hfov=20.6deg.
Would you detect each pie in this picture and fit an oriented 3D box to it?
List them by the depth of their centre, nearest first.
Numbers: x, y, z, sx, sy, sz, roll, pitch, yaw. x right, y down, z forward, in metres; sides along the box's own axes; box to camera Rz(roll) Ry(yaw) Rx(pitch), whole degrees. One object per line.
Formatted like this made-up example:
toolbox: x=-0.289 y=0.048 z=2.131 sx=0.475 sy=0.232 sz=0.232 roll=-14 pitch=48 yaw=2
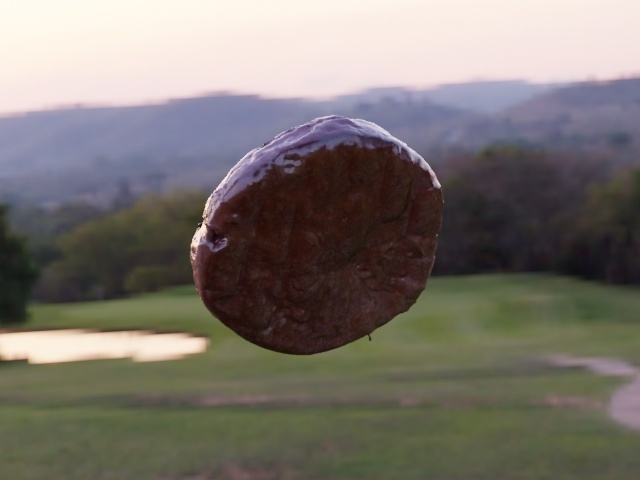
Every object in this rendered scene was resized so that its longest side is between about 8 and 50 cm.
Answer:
pie: x=0.000 y=0.000 z=1.196 sx=0.182 sy=0.182 sz=0.049 roll=-4 pitch=31 yaw=-22
